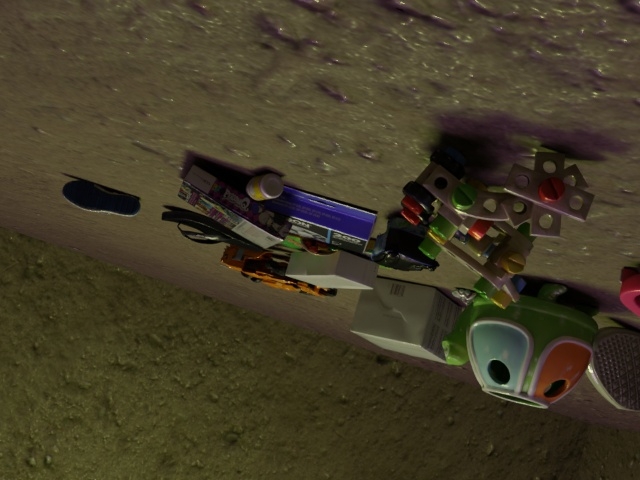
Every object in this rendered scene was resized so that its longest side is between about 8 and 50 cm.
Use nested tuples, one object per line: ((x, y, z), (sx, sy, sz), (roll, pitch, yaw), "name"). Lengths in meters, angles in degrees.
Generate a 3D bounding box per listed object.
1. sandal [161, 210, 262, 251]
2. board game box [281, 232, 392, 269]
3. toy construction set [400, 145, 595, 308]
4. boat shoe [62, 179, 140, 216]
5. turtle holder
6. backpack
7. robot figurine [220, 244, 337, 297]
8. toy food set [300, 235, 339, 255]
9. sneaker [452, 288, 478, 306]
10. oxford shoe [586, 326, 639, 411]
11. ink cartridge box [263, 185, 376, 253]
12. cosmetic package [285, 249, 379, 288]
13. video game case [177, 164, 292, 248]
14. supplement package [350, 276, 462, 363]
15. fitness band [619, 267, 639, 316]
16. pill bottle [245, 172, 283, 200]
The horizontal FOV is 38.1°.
((-0.255, -0.014, 2.198), (0.255, 0.054, 0.097), (20, 168, -16), "sandal")
((0.019, 0.008, 1.960), (0.260, 0.039, 0.124), (9, 167, 23), "board game box")
((0.217, -0.023, 1.218), (0.215, 0.151, 0.327), (40, 163, 7), "toy construction set")
((-0.515, -0.090, 2.177), (0.183, 0.066, 0.066), (18, 170, -7), "boat shoe")
((0.388, 0.205, 1.881), (0.320, 0.227, 0.243), (12, 168, 23), "turtle holder")
((0.149, 0.010, 1.646), (0.105, 0.084, 0.114), (18, 165, -14), "backpack")
((-0.095, 0.074, 2.319), (0.291, 0.085, 0.211), (10, 168, 32), "robot figurine")
((0.000, 0.000, 1.854), (0.083, 0.083, 0.020), (2, 130, -15), "toy food set")
((0.338, 0.149, 2.091), (0.098, 0.069, 0.038), (11, 167, 28), "sneaker")
((0.706, 0.296, 2.085), (0.449, 0.169, 0.130), (24, -174, -39), "oxford shoe")
((-0.003, -0.039, 1.739), (0.206, 0.045, 0.208), (17, 168, 3), "ink cartridge box")
((0.022, 0.062, 1.978), (0.099, 0.060, 0.239), (18, 170, -25), "cosmetic package")
((-0.167, -0.058, 1.749), (0.210, 0.041, 0.232), (31, 171, -7), "video game case")
((0.215, 0.195, 2.285), (0.194, 0.149, 0.203), (10, 167, 30), "supplement package")
((0.609, 0.103, 1.513), (0.209, 0.054, 0.291), (7, 167, 39), "fitness band")
((-0.100, -0.092, 1.617), (0.043, 0.043, 0.083), (22, 168, -25), "pill bottle")
